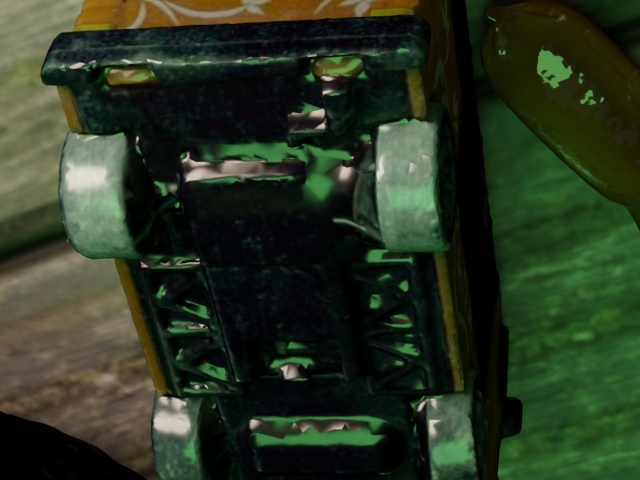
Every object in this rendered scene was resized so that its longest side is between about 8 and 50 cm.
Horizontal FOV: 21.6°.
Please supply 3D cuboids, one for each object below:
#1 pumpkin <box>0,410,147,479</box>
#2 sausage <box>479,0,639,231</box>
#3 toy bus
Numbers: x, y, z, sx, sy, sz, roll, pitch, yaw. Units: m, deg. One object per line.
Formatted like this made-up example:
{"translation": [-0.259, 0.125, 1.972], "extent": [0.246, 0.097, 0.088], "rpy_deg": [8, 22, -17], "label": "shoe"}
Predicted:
{"translation": [-0.184, 0.253, 0.908], "extent": [0.363, 0.266, 0.363], "rpy_deg": [31, 153, 18], "label": "pumpkin"}
{"translation": [0.144, -0.054, 0.820], "extent": [0.183, 0.054, 0.062], "rpy_deg": [42, 151, -16], "label": "sausage"}
{"translation": [0.000, 0.000, 0.770], "extent": [0.162, 0.194, 0.323], "rpy_deg": [-2, 132, 11], "label": "toy bus"}
